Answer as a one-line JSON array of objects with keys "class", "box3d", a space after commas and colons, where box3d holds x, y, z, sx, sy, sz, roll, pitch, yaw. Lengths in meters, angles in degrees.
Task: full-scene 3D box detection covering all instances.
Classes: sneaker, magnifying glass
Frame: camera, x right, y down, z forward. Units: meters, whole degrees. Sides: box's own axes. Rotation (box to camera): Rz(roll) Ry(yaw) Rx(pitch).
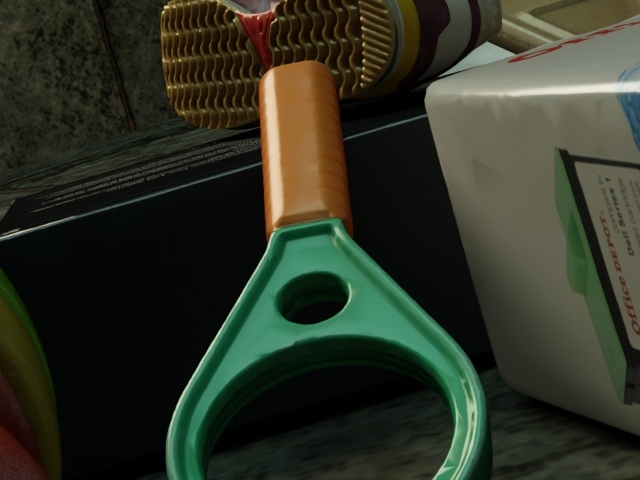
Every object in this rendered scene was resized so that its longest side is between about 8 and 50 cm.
[{"class": "sneaker", "box3d": [-0.001, -0.088, 0.695, 0.084, 0.070, 0.185, -11, 10, -37]}, {"class": "magnifying glass", "box3d": [-0.002, 0.015, 0.477, 0.092, 0.026, 0.231, -11, 38, 5]}]

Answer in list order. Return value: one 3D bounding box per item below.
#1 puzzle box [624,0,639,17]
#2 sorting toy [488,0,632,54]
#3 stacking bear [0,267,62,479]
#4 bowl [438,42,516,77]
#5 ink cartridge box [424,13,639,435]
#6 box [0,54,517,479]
[{"class": "puzzle box", "box3d": [0.341, -0.157, 0.689, 0.408, 0.052, 0.272, -16, 49, 2]}, {"class": "sorting toy", "box3d": [0.186, -0.123, 0.810, 0.229, 0.041, 0.307, -27, 44, -36]}, {"class": "stacking bear", "box3d": [-0.143, 0.062, 0.397, 0.164, 0.175, 0.289, 0, 12, -24]}, {"class": "bowl", "box3d": [0.090, -0.122, 0.949, 0.297, 0.134, 0.298, -2, 37, 1]}, {"class": "ink cartridge box", "box3d": [0.182, -0.020, 0.421, 0.201, 0.117, 0.278, -19, 11, -18]}, {"class": "box", "box3d": [0.000, 0.000, 0.650, 0.261, 0.103, 0.184, -16, 6, -4]}]
